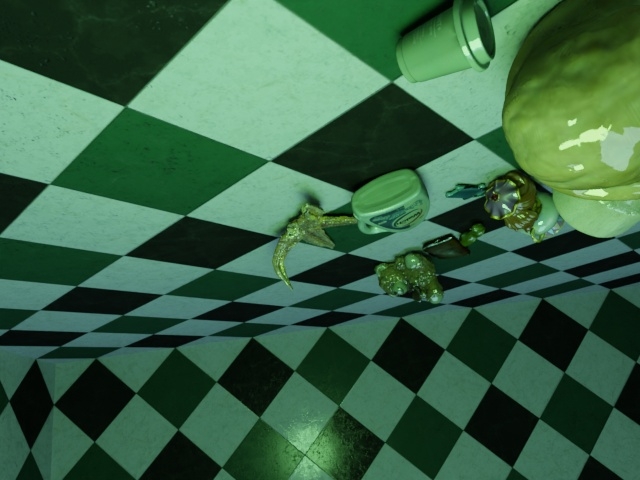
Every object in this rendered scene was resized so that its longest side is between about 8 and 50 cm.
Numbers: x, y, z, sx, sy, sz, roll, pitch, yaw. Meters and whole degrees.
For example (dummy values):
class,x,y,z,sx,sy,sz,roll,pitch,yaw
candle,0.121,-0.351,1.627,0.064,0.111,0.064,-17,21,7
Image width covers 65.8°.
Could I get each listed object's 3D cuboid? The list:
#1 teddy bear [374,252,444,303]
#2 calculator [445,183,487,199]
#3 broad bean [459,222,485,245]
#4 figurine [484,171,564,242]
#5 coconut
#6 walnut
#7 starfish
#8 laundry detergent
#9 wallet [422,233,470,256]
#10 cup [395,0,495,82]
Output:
class,x,y,z,sx,sy,sz,roll,pitch,yaw
teddy bear,0.354,0.151,2.040,0.256,0.156,0.267,-20,118,26
calculator,0.444,-0.145,1.471,0.141,0.019,0.094,0,159,-25
broad bean,0.551,-0.018,1.813,0.070,0.048,0.214,-14,161,-3
figurine,0.580,-0.099,1.422,0.263,0.190,0.142,23,142,-28
coconut,0.759,-0.135,1.324,0.237,0.238,0.266,-6,154,-6
walnut,0.488,-0.239,0.808,0.380,0.382,0.381,-8,160,-3
starfish,-0.007,-0.008,1.506,0.383,0.132,0.398,-3,145,-40
laundry detergent,0.203,-0.084,1.399,0.214,0.105,0.280,-24,159,7
wallet,0.493,0.033,1.952,0.137,0.031,0.255,-18,157,26
cup,0.198,-0.313,0.793,0.141,0.120,0.120,-12,162,36
